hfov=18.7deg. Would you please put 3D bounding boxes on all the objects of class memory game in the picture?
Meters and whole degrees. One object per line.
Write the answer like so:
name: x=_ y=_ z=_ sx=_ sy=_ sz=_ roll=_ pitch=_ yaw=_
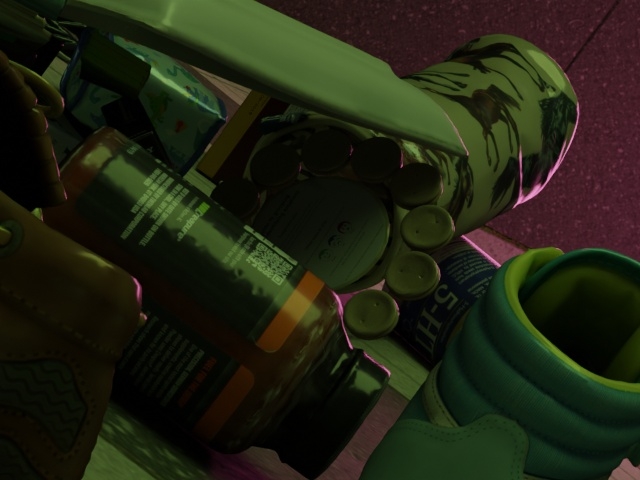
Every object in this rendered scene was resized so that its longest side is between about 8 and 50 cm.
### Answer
memory game: x=0.000 y=0.000 z=1.324 sx=0.186 sy=0.186 sz=0.012 roll=41 pitch=-17 yaw=33

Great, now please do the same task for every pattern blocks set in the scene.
pattern blocks set: x=-0.234 y=-0.153 z=1.157 sx=0.285 sy=0.026 sz=0.325 roll=25 pitch=-7 yaw=1

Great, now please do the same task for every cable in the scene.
cable: x=-0.260 y=-0.222 z=2.067 sx=0.184 sy=0.047 sz=0.150 roll=30 pitch=9 yaw=-49

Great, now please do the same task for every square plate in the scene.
square plate: x=-0.115 y=-0.153 z=1.293 sx=0.344 sy=0.049 sz=0.347 roll=23 pitch=3 yaw=36

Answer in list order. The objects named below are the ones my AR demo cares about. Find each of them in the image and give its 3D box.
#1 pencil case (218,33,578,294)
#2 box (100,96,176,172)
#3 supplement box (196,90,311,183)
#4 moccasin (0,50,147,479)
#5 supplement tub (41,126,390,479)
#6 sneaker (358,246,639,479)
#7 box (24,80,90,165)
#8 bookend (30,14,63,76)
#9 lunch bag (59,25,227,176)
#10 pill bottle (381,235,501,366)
pencil case: x=0.086 y=-0.079 z=1.761 sx=0.183 sy=0.160 sz=0.410 roll=18 pitch=23 yaw=25
box: x=-0.086 y=-0.005 z=1.194 sx=0.162 sy=0.029 sz=0.116 roll=64 pitch=-3 yaw=-20
supplement box: x=-0.008 y=-0.077 z=2.005 sx=0.194 sy=0.129 sz=0.191 roll=36 pitch=6 yaw=-4
moccasin: x=-0.163 y=-0.034 z=0.767 sx=0.139 sy=0.147 sz=0.380 roll=33 pitch=7 yaw=-28
supplement tub: x=-0.063 y=0.038 z=0.990 sx=0.198 sy=0.106 sz=0.106 roll=37 pitch=6 yaw=0
sneaker: x=0.116 y=0.101 z=1.028 sx=0.127 sy=0.208 sz=0.319 roll=36 pitch=6 yaw=8
box: x=-0.209 y=-0.071 z=1.135 sx=0.137 sy=0.072 sz=0.126 roll=32 pitch=8 yaw=-41
bookend: x=-0.259 y=-0.157 z=1.483 sx=0.156 sy=0.072 sz=0.157 roll=39 pitch=6 yaw=20
lunch bag: x=-0.161 y=-0.132 z=1.733 sx=0.129 sy=0.096 sz=0.151 roll=34 pitch=16 yaw=-19
pill bottle: x=0.152 y=0.084 z=1.779 sx=0.187 sy=0.112 sz=0.112 roll=41 pitch=7 yaw=36
